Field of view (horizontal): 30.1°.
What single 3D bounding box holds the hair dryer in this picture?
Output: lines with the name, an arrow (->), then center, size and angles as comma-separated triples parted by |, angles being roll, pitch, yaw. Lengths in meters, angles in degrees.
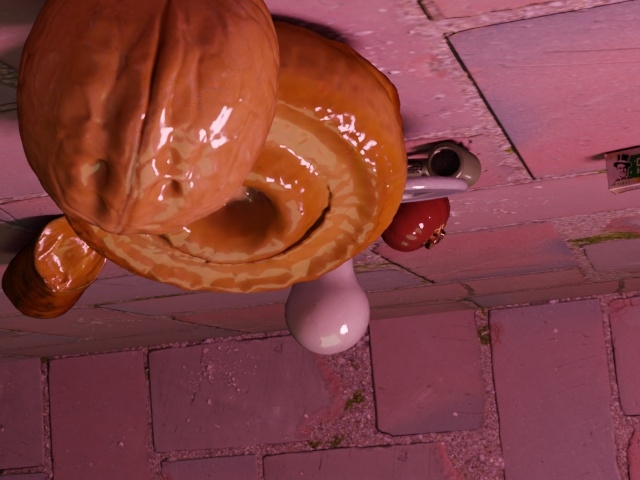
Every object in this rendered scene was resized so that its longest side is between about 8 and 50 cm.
hair dryer -> 0.105, -0.082, 1.370 | 0.150, 0.047, 0.071 | -2, 173, 24

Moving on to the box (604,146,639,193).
box -> 0.440, -0.098, 1.407 | 0.207, 0.049, 0.041 | -11, 166, 32

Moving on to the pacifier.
pacifier -> 0.000, 0.000, 1.213 | 0.299, 0.233, 0.244 | -2, 173, -13

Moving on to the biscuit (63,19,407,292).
biscuit -> -0.073, -0.054, 0.974 | 0.296, 0.102, 0.296 | -4, 142, -3

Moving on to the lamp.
lamp -> 0.122, -0.030, 1.540 | 0.101, 0.090, 0.101 | -40, 174, -5

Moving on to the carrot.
carrot -> -0.375, 0.045, 1.670 | 0.114, 0.114, 0.302 | -1, 169, -23

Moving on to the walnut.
walnut -> -0.113, -0.092, 0.772 | 0.165, 0.165, 0.197 | 1, 132, -33
